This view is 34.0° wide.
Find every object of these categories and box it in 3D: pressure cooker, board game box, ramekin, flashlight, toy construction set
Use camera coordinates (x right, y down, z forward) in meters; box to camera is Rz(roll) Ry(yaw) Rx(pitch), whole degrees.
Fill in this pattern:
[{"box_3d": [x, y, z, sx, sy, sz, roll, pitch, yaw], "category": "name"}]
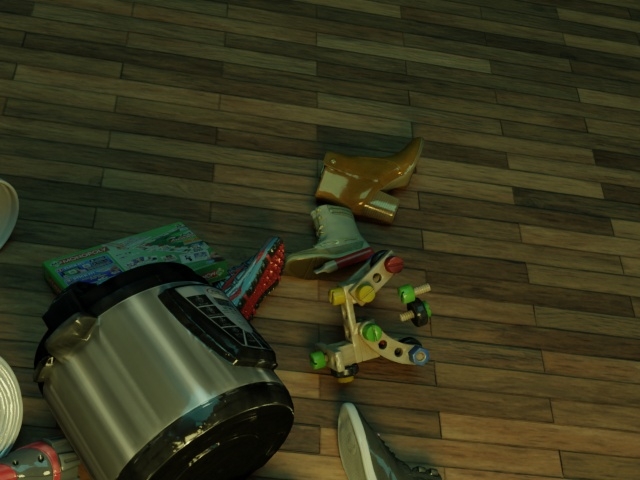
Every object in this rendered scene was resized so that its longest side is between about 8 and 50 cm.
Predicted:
[{"box_3d": [-0.297, 0.243, 1.841, 0.376, 0.369, 0.420, -23, 59, -30], "category": "pressure cooker"}, {"box_3d": [-0.380, 0.060, 2.144, 0.317, 0.046, 0.213, -18, 32, -27], "category": "board game box"}, {"box_3d": [-0.722, -0.054, 2.105, 0.109, 0.207, 0.207, 30, 48, 23], "category": "ramekin"}, {"box_3d": [-0.551, 0.404, 1.749, 0.304, 0.103, 0.103, -7, 52, -50], "category": "flashlight"}, {"box_3d": [0.062, 0.145, 2.151, 0.237, 0.257, 0.309, -19, 36, -14], "category": "toy construction set"}]

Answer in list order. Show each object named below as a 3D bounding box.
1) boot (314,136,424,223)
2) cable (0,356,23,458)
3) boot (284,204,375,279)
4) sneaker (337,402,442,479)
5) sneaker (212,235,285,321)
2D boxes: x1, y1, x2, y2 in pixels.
[{"box_3d": [0.116, -0.179, 2.504, 0.211, 0.104, 0.295, 23, 52, 5], "category": "boot"}, {"box_3d": [-0.643, 0.295, 1.803, 0.257, 0.089, 0.257, 6, 85, -39], "category": "cable"}, {"box_3d": [0.000, 0.000, 2.335, 0.213, 0.077, 0.165, -7, 51, -22], "category": "boot"}, {"box_3d": [0.137, 0.434, 1.980, 0.147, 0.104, 0.295, -9, 59, -25], "category": "sneaker"}, {"box_3d": [-0.171, 0.079, 2.189, 0.125, 0.104, 0.262, 19, 55, 23], "category": "sneaker"}]
